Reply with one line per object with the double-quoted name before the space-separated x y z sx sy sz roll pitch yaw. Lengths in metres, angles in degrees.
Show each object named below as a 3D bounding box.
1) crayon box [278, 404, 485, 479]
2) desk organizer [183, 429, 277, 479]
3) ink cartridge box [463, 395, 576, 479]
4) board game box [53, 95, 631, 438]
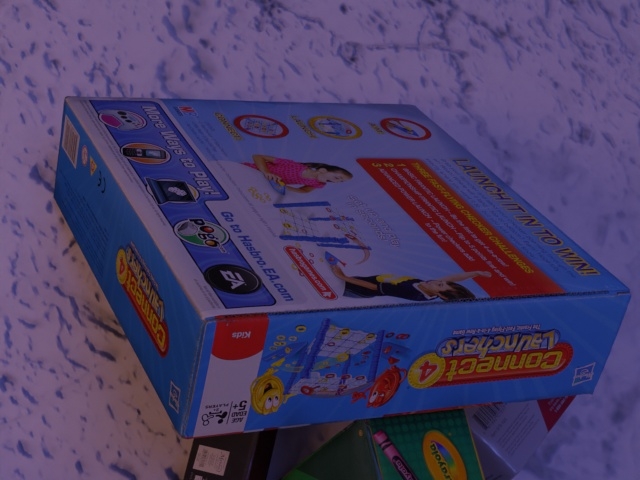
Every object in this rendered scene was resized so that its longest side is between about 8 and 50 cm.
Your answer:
"crayon box" 0.058 0.265 0.783 0.081 0.165 0.278 -2 64 -27
"desk organizer" -0.057 0.132 0.869 0.047 0.050 0.130 8 72 16
"ink cartridge box" 0.112 0.107 0.959 0.150 0.063 0.109 45 53 3
"board game box" 0.000 0.000 0.853 0.302 0.086 0.308 -1 30 -27
